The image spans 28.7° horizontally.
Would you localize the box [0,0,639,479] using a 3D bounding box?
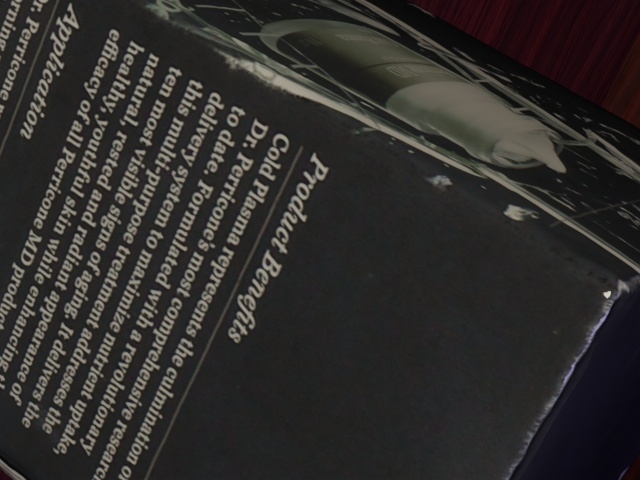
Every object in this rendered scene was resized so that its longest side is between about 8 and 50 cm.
[{"bbox_3d":[0.000,0.000,0.851,0.480,0.472,0.297,-12,133,-61],"label":"box"}]
